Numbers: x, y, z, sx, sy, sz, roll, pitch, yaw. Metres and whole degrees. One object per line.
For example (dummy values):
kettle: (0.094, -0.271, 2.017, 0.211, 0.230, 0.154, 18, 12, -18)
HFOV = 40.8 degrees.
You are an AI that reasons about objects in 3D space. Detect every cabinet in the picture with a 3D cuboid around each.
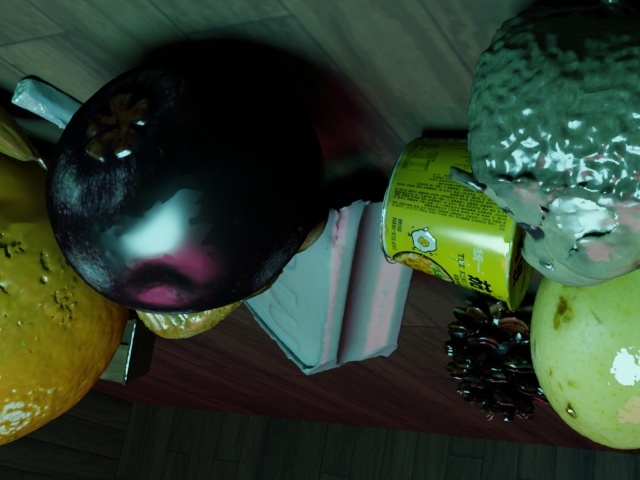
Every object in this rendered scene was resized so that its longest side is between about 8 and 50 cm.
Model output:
cabinet: (-0.466, 0.219, 1.857, 0.175, 0.148, 0.215, 10, 179, 2)

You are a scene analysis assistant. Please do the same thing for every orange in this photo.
orange: (-0.460, 0.060, 1.095, 0.424, 0.424, 0.326, 12, 154, -4)

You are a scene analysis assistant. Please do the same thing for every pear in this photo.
pear: (0.379, 0.091, 0.945, 0.309, 0.309, 0.309, 10, 161, 3)

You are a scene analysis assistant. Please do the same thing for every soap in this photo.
soap: (0.000, 0.000, 1.157, 0.159, 0.258, 0.302, -13, 131, -30)

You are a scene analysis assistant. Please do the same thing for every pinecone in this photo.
pinecone: (0.303, 0.191, 1.383, 0.221, 0.221, 0.221, 10, 161, 3)

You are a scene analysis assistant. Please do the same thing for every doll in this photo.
doll: (0.280, -0.060, 0.645, 0.349, 0.247, 0.247, 15, 162, 16)

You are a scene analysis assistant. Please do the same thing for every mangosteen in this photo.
mangosteen: (-0.117, -0.037, 0.869, 0.275, 0.275, 0.302, 0, 151, 28)

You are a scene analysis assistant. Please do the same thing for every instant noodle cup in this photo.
instant noodle cup: (0.154, -0.030, 0.905, 0.144, 0.182, 0.182, 13, 163, 23)

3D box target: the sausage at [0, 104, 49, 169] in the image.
sausage: (-0.470, -0.149, 0.982, 0.328, 0.112, 0.112, 15, 160, -12)

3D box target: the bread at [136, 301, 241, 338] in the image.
bread: (-0.157, 0.009, 1.080, 0.240, 0.240, 0.139, -10, 141, 45)

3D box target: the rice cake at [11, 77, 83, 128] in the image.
rice cake: (-0.278, -0.134, 1.016, 0.030, 0.042, 0.180, -9, 153, 39)
